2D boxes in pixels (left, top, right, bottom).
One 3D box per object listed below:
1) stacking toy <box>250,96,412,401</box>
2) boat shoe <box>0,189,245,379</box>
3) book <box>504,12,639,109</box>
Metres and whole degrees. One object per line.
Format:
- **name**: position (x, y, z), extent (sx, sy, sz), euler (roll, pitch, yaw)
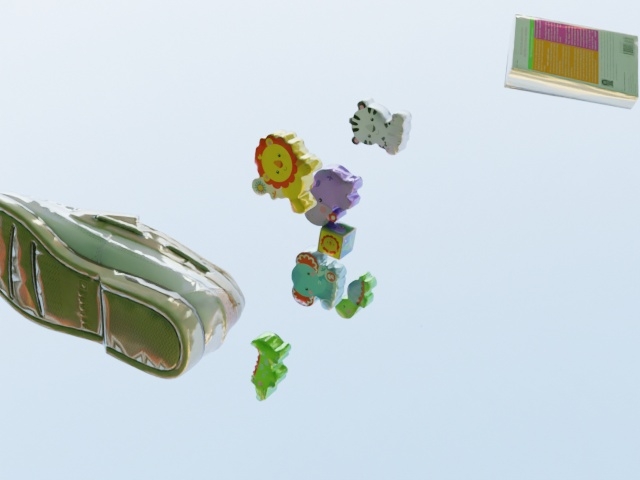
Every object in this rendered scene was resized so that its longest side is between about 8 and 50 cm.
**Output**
- **stacking toy**: position (0.000, 0.000, 0.670), extent (0.052, 0.167, 0.221), euler (22, -60, 24)
- **boat shoe**: position (-0.210, 0.028, 0.777), extent (0.302, 0.103, 0.113), euler (27, -57, 22)
- **book**: position (0.287, -0.207, 0.935), extent (0.144, 0.035, 0.096), euler (12, -119, 2)
